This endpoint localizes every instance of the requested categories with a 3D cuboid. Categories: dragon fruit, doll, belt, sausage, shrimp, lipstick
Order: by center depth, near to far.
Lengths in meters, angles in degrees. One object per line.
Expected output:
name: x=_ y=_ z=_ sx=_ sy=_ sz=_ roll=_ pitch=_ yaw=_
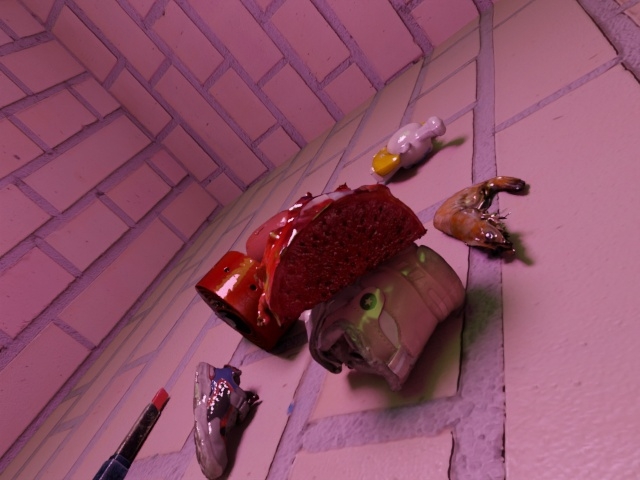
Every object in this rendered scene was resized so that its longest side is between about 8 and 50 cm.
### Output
dragon fruit: x=-0.006 y=-0.010 z=0.618 sx=0.274 sy=0.126 sz=0.161 roll=-32 pitch=25 yaw=-12
shrimp: x=0.295 y=-0.053 z=0.743 sx=0.169 sy=0.058 sz=0.296 roll=-38 pitch=15 yaw=6
belt: x=-0.169 y=0.143 z=0.987 sx=0.115 sy=0.227 sz=0.324 roll=-47 pitch=6 yaw=-22
lipstick: x=-0.474 y=0.510 z=1.078 sx=0.051 sy=0.051 sz=0.312 roll=-32 pitch=19 yaw=32
doll: x=0.244 y=-0.261 z=1.220 sx=0.252 sy=0.111 sz=0.237 roll=-35 pitch=4 yaw=25
sausage: x=-0.112 y=0.000 z=1.298 sx=0.279 sy=0.152 sz=0.152 roll=-29 pitch=23 yaw=38

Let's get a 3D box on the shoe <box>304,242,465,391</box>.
shoe: x=0.043 y=0.110 z=0.703 sx=0.351 sy=0.172 sz=0.198 roll=-12 pitch=35 yaw=56

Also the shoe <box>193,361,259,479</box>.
shoe: x=-0.181 y=0.333 z=0.827 sx=0.228 sy=0.125 sz=0.099 roll=-111 pitch=31 yaw=-46
